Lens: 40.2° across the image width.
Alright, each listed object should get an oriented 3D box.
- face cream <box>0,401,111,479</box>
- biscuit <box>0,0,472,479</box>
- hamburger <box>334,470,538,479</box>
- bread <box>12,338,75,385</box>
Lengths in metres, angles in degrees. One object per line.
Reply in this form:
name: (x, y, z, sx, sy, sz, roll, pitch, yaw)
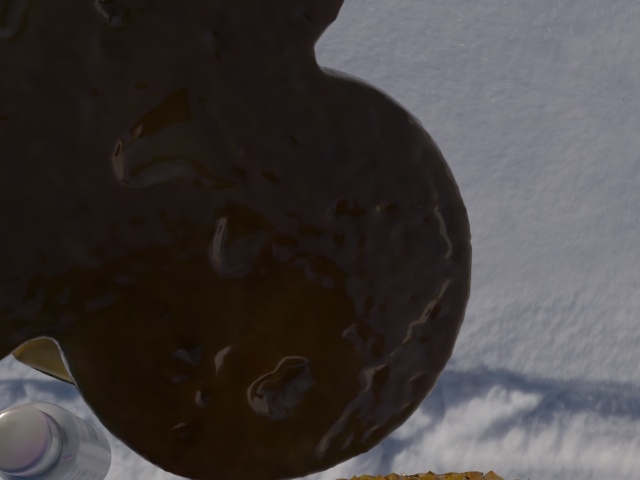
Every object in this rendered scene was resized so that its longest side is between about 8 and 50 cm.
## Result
face cream: (-0.257, 0.201, 0.836, 0.081, 0.269, 0.082, 2, 72, -5)
biscuit: (-0.074, -0.032, 0.408, 0.355, 0.052, 0.275, 41, 89, -22)
hamburger: (-0.004, 0.181, 0.261, 0.276, 0.294, 0.179, -16, 103, 55)
bread: (-0.290, 0.110, 0.971, 0.056, 0.082, 0.115, -42, 128, 14)
